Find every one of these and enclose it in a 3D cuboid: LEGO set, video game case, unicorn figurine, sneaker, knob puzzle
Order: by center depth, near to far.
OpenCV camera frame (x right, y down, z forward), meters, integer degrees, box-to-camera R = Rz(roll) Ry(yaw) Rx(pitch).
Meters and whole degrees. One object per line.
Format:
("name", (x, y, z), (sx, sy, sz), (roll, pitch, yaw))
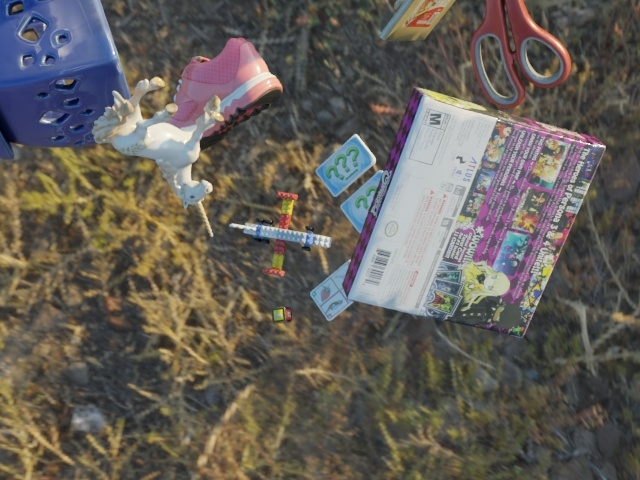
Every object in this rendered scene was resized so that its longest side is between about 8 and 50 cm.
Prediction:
("unicorn figurine", (-0.138, -0.089, 1.045), (0.111, 0.162, 0.060), (-46, 32, 32))
("video game case", (0.157, -0.023, 1.170), (0.210, 0.042, 0.232), (13, 111, -16))
("knob puzzle", (0.153, -0.331, 1.386), (0.030, 0.213, 0.213), (43, 90, 10))
("LEGO set", (0.000, 0.000, 1.490), (0.244, 0.060, 0.182), (-40, 71, 16))
("sneaker", (-0.201, -0.243, 1.946), (0.313, 0.116, 0.136), (-28, 86, 35))

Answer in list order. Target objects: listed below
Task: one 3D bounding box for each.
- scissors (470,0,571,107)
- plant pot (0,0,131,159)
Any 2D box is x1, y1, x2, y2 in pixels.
("scissors", (0.188, -0.284, 1.237), (0.109, 0.297, 0.021), (-12, 27, 29))
("plant pot", (-0.378, -0.248, 1.453), (0.212, 0.236, 0.236), (-18, 73, -8))
